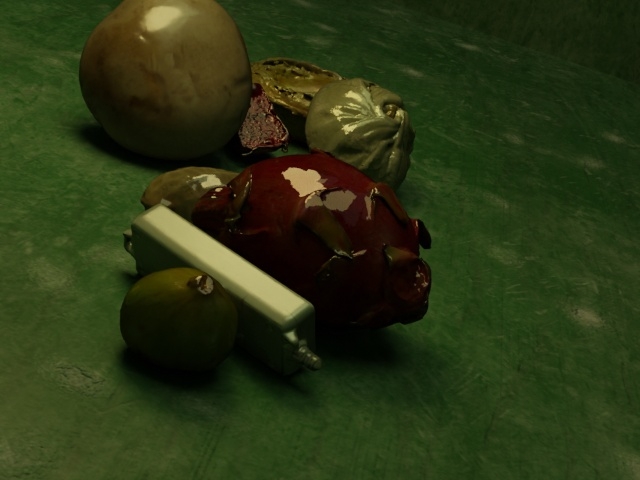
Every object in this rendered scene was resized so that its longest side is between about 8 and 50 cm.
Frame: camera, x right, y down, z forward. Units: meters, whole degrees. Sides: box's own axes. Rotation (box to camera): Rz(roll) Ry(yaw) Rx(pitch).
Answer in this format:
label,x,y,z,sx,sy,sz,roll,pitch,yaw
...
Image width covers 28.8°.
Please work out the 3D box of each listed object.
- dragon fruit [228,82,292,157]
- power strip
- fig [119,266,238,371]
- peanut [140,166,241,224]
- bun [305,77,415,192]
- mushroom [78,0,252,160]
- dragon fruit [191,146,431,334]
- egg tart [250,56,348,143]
label,x,y,z,sx,sy,sz,roll,pitch,yaw
dragon fruit,-0.124,-0.190,2.179,0.102,0.096,0.147,-8,63,-29
power strip,-0.118,0.063,1.554,0.338,0.098,0.058,33,51,31
fig,-0.161,0.092,1.445,0.153,0.121,0.136,6,15,44
peanut,-0.114,-0.046,1.797,0.298,0.120,0.136,4,2,-28
bun,0.083,-0.186,2.156,0.231,0.133,0.231,24,49,-30
mushroom,-0.269,-0.265,2.082,0.292,0.293,0.290,8,-9,-23
dragon fruit,-0.004,-0.001,1.636,0.315,0.250,0.250,15,18,33
egg tart,-0.026,-0.262,2.366,0.288,0.118,0.288,14,24,-6
